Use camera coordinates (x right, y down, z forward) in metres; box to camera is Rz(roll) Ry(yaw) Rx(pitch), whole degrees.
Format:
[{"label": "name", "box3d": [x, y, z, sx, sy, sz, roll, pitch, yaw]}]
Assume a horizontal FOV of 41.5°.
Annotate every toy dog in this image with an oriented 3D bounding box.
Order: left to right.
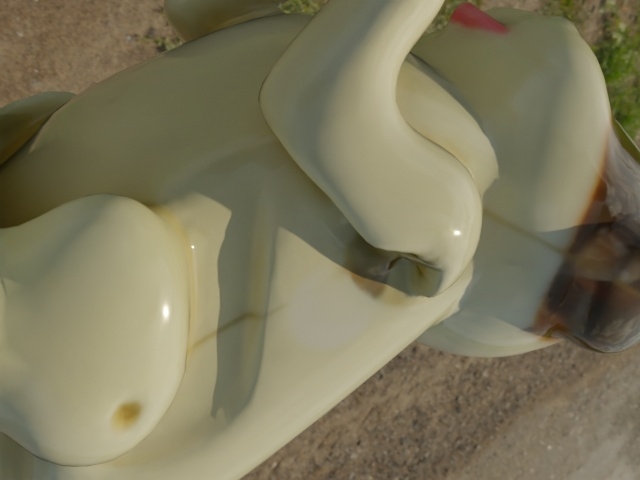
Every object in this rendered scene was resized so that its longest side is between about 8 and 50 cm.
[{"label": "toy dog", "box3d": [0.000, 0.000, 0.469, 0.407, 0.284, 0.396, -14, 107, -17]}]
